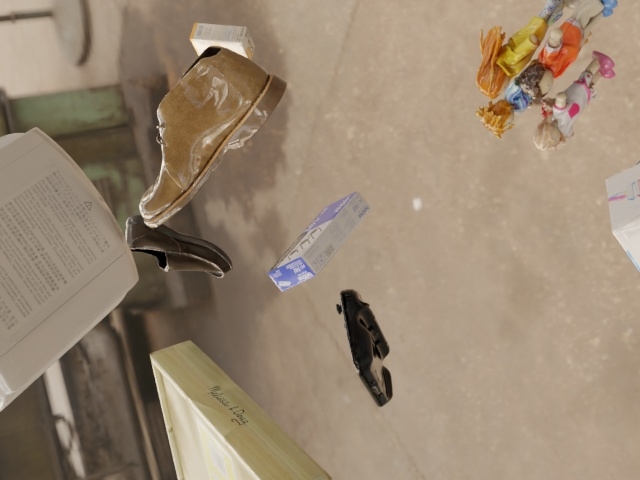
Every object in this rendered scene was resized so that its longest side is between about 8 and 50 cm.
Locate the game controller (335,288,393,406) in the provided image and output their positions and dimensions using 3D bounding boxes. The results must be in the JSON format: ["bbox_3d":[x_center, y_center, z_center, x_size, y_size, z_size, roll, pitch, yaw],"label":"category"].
[{"bbox_3d":[0.088,0.213,2.013,0.319,0.067,0.166,61,-155,-63],"label":"game controller"}]

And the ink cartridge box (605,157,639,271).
[{"bbox_3d":[0.467,-0.044,1.468,0.090,0.143,0.092,-27,120,27],"label":"ink cartridge box"}]

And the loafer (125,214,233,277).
[{"bbox_3d":[-0.272,0.028,1.956,0.080,0.220,0.078,-33,37,63],"label":"loafer"}]

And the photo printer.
[{"bbox_3d":[-0.362,0.018,1.228,0.107,0.307,0.256,-23,106,35],"label":"photo printer"}]

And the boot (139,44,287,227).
[{"bbox_3d":[-0.172,-0.135,1.352,0.305,0.115,0.112,-45,19,37],"label":"boot"}]

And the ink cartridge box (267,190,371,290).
[{"bbox_3d":[0.000,0.000,1.812,0.097,0.207,0.046,-26,107,45],"label":"ink cartridge box"}]

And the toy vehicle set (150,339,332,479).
[{"bbox_3d":[-0.050,0.188,0.724,0.267,0.035,0.166,28,131,62],"label":"toy vehicle set"}]

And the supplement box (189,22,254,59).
[{"bbox_3d":[-0.172,-0.348,1.824,0.062,0.098,0.036,67,-146,-64],"label":"supplement box"}]

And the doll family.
[{"bbox_3d":[0.253,-0.202,1.229,0.118,0.163,0.263,39,177,23],"label":"doll family"}]
